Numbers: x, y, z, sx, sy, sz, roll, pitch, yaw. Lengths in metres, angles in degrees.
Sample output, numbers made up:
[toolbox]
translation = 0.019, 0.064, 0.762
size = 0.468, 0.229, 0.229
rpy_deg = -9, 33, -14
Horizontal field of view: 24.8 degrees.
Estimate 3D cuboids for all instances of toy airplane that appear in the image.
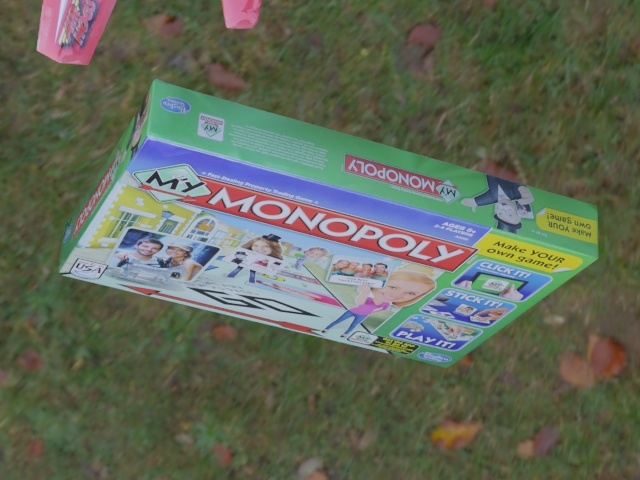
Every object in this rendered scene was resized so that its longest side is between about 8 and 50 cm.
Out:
[toy airplane]
translation = -0.077, -0.149, 0.681
size = 0.151, 0.028, 0.151
rpy_deg = -1, 94, -8

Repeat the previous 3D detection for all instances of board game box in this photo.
[board game box]
translation = 0.000, 0.000, 1.008
size = 0.317, 0.046, 0.213
rpy_deg = 15, 151, -19
